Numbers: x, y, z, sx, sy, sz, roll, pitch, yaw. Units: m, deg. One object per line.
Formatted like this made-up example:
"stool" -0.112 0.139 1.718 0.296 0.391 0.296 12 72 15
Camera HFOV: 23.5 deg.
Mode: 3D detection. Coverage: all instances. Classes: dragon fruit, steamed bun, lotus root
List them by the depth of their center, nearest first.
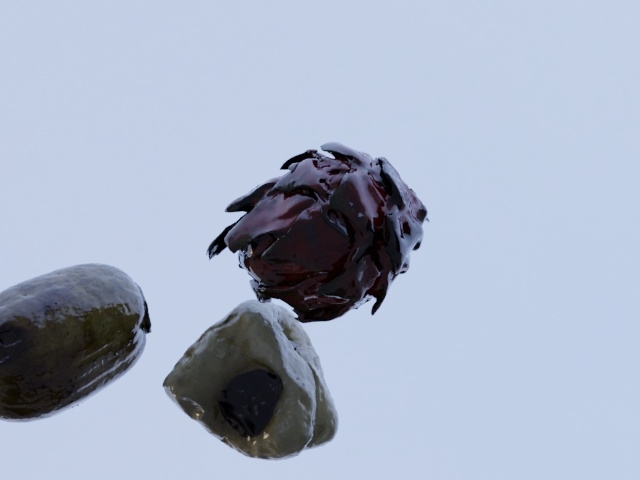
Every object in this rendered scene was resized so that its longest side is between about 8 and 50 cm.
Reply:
"dragon fruit" 0.007 -0.005 1.529 0.182 0.182 0.189 36 -82 -20
"steamed bun" -0.055 0.160 1.620 0.141 0.172 0.155 -48 -109 12
"lotus root" -0.293 0.114 1.620 0.260 0.128 0.145 -24 -58 -30
